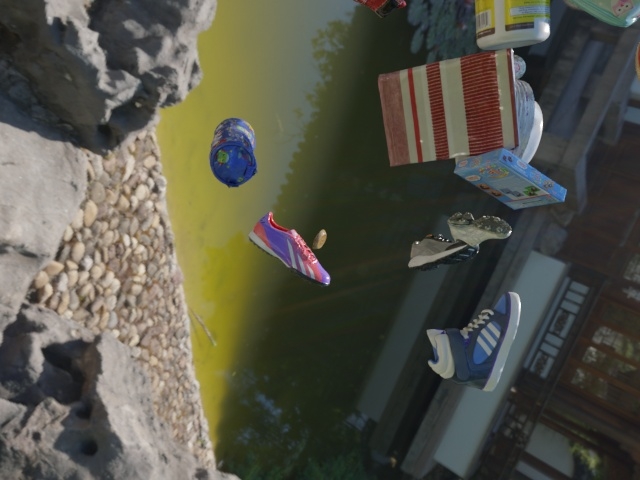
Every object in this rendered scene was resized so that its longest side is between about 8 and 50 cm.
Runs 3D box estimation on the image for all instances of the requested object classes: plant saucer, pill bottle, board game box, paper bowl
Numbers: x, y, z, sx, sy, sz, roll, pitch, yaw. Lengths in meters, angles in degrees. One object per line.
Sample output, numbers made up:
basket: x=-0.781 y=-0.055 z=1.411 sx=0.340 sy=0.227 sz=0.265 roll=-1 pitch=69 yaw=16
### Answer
plant saucer: x=0.000 y=0.000 z=1.972 sx=0.083 sy=0.015 sz=0.083 roll=-49 pitch=156 yaw=-31
pill bottle: x=0.313 y=-0.433 z=0.869 sx=0.117 sy=0.117 sz=0.215 roll=-22 pitch=110 yaw=-52
board game box: x=0.457 y=-0.144 z=1.282 sx=0.211 sy=0.160 sz=0.039 roll=26 pitch=77 yaw=-21
paper bowl: x=0.488 y=-0.293 z=1.437 sx=0.284 sy=0.148 sz=0.284 roll=-172 pitch=-90 yaw=-82

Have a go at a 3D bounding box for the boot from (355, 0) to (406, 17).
boot: x=0.195 y=-0.749 z=1.470 sx=0.244 sy=0.176 sz=0.088 roll=-47 pitch=-156 yaw=46

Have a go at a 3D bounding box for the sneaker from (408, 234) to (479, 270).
sneaker: x=0.371 y=0.025 z=1.639 sx=0.100 sy=0.271 sz=0.108 roll=9 pitch=75 yaw=-31

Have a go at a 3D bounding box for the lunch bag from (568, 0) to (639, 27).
lunch bag: x=0.525 y=-0.518 z=0.978 sx=0.279 sy=0.224 sz=0.108 roll=-47 pitch=167 yaw=-38

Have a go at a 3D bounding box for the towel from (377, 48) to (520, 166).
towel: x=0.311 y=-0.319 z=1.300 sx=0.037 sy=0.329 sz=0.237 roll=-27 pitch=111 yaw=-59

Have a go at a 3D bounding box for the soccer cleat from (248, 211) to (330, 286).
soccer cleat: x=-0.086 y=0.034 z=1.759 sx=0.116 sy=0.318 sz=0.108 roll=-55 pitch=174 yaw=8

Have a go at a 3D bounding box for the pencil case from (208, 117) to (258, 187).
pencil case: x=-0.238 y=-0.251 z=1.473 sx=0.133 sy=0.306 sz=0.119 roll=27 pitch=109 yaw=-20

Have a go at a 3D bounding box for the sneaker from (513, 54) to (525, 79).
sneaker: x=0.535 y=-0.537 z=1.725 sx=0.145 sy=0.270 sz=0.090 roll=-22 pitch=106 yaw=-21

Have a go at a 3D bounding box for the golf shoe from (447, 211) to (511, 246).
golf shoe: x=0.422 y=-0.020 z=1.397 sx=0.069 sy=0.176 sz=0.086 roll=-32 pitch=122 yaw=-31

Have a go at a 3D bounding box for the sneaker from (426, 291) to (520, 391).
sneaker: x=0.454 y=0.279 z=1.620 sx=0.130 sy=0.236 sz=0.323 roll=71 pitch=39 yaw=-79

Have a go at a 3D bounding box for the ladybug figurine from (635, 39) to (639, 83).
ladybug figurine: x=1.291 y=-0.597 z=1.834 sx=0.305 sy=0.449 sz=0.162 roll=-39 pitch=166 yaw=25
